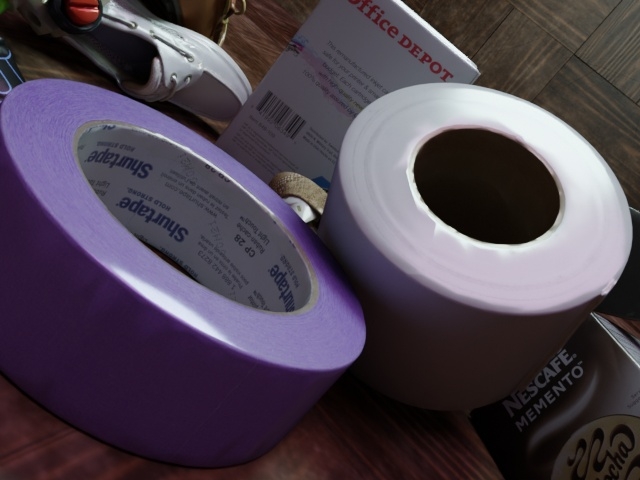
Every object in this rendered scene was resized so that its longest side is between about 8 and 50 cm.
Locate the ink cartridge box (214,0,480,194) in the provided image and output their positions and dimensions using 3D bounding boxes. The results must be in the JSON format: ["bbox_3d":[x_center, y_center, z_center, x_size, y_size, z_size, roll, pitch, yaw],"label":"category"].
[{"bbox_3d":[0.044,-0.172,0.928,0.198,0.270,0.197,41,17,1],"label":"ink cartridge box"}]

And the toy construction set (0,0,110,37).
[{"bbox_3d":[-0.254,-0.316,0.657,0.151,0.327,0.215,30,-21,52],"label":"toy construction set"}]

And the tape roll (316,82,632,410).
[{"bbox_3d":[0.119,0.004,0.636,0.246,0.169,0.246,6,52,-7],"label":"tape roll"}]

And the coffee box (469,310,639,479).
[{"bbox_3d":[0.283,0.221,0.630,0.119,0.168,0.297,28,20,-33],"label":"coffee box"}]

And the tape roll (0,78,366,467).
[{"bbox_3d":[-0.102,0.012,0.486,0.275,0.090,0.275,36,17,-13],"label":"tape roll"}]

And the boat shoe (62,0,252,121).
[{"bbox_3d":[-0.195,-0.201,0.828,0.277,0.098,0.096,28,43,-37],"label":"boat shoe"}]

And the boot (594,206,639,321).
[{"bbox_3d":[0.264,0.015,0.786,0.305,0.112,0.115,21,-9,38],"label":"boot"}]

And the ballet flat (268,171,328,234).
[{"bbox_3d":[0.000,0.000,0.764,0.206,0.073,0.067,44,32,23],"label":"ballet flat"}]

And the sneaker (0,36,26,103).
[{"bbox_3d":[-0.295,-0.178,0.550,0.232,0.090,0.081,41,17,3],"label":"sneaker"}]

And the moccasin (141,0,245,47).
[{"bbox_3d":[-0.167,-0.334,0.949,0.139,0.147,0.380,52,-10,2],"label":"moccasin"}]
